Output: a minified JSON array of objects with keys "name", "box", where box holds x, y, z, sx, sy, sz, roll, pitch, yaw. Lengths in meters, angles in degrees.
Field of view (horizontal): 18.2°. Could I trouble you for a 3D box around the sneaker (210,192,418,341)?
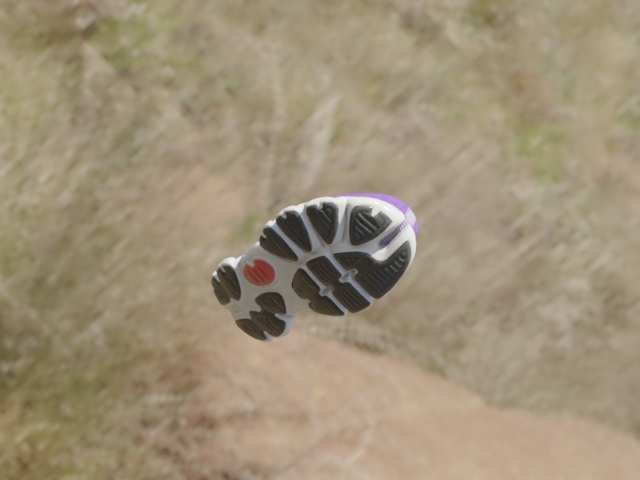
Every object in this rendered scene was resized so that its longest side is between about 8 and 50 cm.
[{"name":"sneaker","box":[0.000,0.000,1.080,0.068,0.170,0.071,50,59,-12]}]
